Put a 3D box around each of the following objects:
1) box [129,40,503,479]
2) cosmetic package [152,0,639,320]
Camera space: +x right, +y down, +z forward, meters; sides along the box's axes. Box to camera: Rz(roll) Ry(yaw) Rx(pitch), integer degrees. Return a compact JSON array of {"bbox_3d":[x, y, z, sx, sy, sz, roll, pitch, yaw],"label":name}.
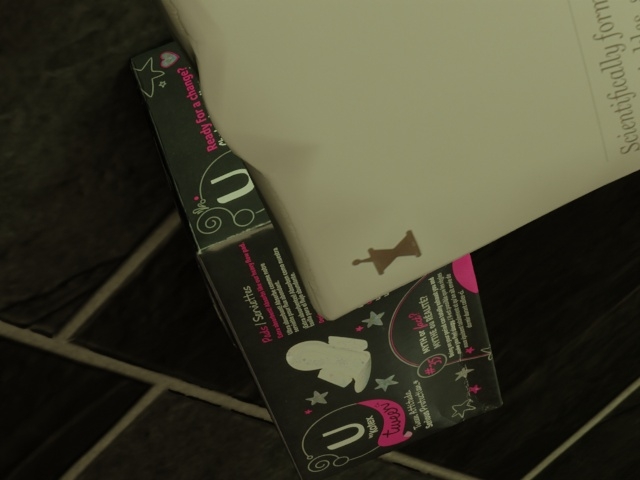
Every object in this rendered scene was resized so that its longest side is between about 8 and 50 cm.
[{"bbox_3d":[0.000,0.000,0.946,0.142,0.163,0.247,-21,141,-3],"label":"box"},{"bbox_3d":[-0.027,-0.191,0.545,0.156,0.385,0.217,-27,142,-1],"label":"cosmetic package"}]
